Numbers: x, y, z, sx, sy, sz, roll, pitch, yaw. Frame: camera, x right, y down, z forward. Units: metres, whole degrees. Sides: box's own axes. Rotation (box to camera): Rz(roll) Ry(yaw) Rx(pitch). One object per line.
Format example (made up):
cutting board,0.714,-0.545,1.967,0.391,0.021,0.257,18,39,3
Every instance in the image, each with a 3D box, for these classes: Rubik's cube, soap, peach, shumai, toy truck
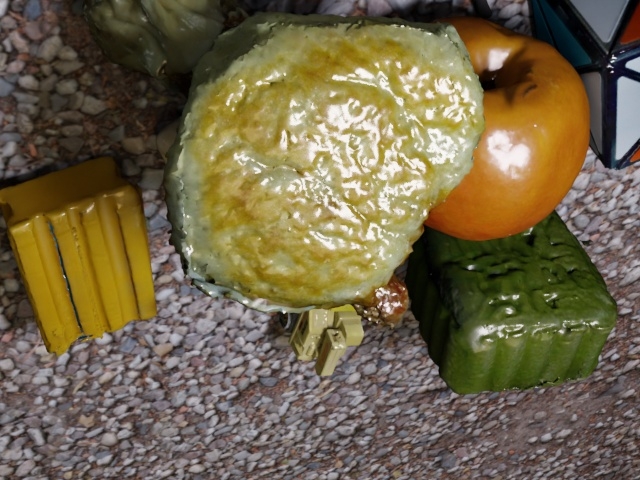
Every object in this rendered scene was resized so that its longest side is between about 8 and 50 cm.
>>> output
Rubik's cube,0.481,-0.295,1.648,0.250,0.246,0.248,-22,140,-3
soap,-0.375,0.029,1.730,0.204,0.096,0.324,-19,142,-17
peach,0.223,-0.155,1.622,0.342,0.343,0.302,-7,142,-17
shumai,-0.186,-0.260,1.422,0.189,0.218,0.256,-41,138,9
toy truck,0.027,0.121,1.985,0.124,0.157,0.272,1,136,-26

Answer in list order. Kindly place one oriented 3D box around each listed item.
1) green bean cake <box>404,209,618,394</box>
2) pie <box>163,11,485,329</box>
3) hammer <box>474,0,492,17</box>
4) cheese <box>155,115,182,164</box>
green bean cake,0.343,0.093,1.971,0.335,0.319,0.218,-10,138,-15
pie,-0.005,-0.105,1.394,0.395,0.180,0.418,9,116,-19
hammer,0.211,-0.394,1.563,0.029,0.103,0.246,-55,155,-10
cheese,-0.082,-0.111,1.631,0.247,0.251,0.174,-30,136,-10
